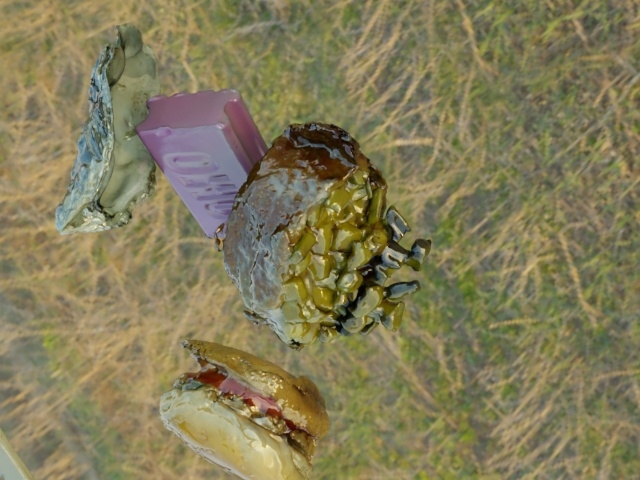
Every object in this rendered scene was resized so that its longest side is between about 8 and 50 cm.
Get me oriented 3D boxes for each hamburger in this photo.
[{"bbox_3d":[-0.106,0.247,1.350,0.244,0.163,0.244,22,167,5],"label":"hamburger"}]

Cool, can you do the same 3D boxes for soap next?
[{"bbox_3d":[-0.119,-0.086,1.150,0.122,0.066,0.203,-3,143,23],"label":"soap"}]

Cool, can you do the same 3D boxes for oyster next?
[{"bbox_3d":[-0.234,-0.134,1.142,0.087,0.199,0.252,2,93,10],"label":"oyster"}]

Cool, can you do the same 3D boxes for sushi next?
[{"bbox_3d":[0.001,0.003,1.029,0.179,0.166,0.296,37,119,37],"label":"sushi"}]

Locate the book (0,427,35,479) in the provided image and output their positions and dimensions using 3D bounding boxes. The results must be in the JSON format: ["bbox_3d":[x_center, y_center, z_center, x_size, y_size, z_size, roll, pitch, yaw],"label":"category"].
[{"bbox_3d":[-0.414,0.346,1.225,0.162,0.022,0.232,-22,109,16],"label":"book"}]
